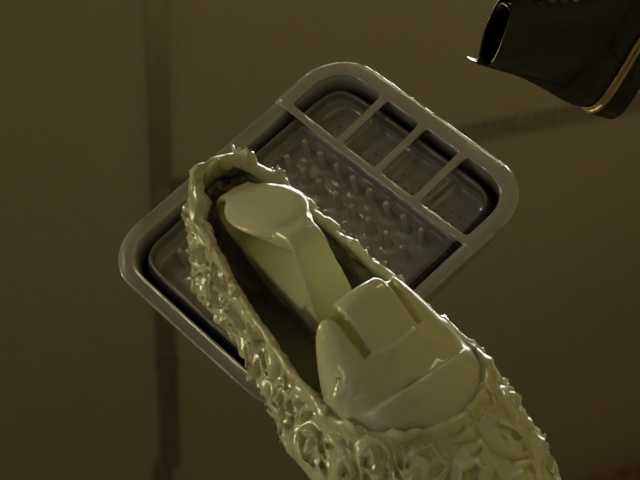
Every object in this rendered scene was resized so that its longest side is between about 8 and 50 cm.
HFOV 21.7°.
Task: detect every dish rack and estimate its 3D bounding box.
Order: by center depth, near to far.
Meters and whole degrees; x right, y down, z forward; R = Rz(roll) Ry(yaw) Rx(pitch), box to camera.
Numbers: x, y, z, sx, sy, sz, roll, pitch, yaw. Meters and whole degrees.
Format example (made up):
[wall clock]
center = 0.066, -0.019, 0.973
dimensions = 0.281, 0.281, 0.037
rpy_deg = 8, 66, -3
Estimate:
[dish rack]
center = 0.000, 0.000, 1.625
dimensions = 0.333, 0.285, 0.072
rpy_deg = -42, -32, -15

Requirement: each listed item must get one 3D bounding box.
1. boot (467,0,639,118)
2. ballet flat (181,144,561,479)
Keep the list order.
[boot]
center = 0.212, -0.202, 1.306
dimensions = 0.137, 0.077, 0.198
rpy_deg = 15, -75, -23
[ballet flat]
center = 0.009, 0.061, 1.118
dimensions = 0.147, 0.409, 0.147
rpy_deg = -17, -54, -25
